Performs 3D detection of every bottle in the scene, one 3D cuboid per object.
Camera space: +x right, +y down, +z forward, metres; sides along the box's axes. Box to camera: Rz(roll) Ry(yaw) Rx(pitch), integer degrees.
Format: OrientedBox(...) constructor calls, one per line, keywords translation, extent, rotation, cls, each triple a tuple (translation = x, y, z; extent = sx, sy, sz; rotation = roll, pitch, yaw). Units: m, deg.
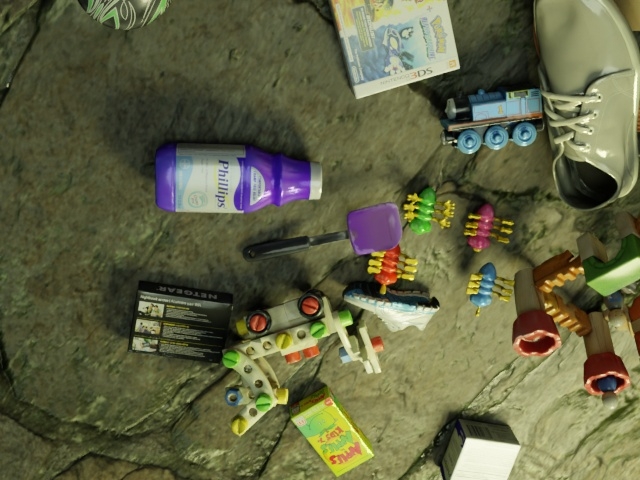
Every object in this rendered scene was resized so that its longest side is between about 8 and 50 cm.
OrientedBox(translation=(-0.141, -0.106, 1.426), extent=(0.283, 0.092, 0.118), rotation=(2, 112, -8), cls="bottle")

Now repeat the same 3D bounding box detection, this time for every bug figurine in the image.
OrientedBox(translation=(0.231, 0.019, 1.541), extent=(0.279, 0.072, 0.216), rotation=(14, 105, -8), cls="bug figurine")

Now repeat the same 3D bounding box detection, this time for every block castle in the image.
OrientedBox(translation=(0.589, 0.110, 1.447), extent=(0.303, 0.212, 0.453), rotation=(30, 133, -30), cls="block castle")

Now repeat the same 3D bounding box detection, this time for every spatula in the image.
OrientedBox(translation=(0.000, 0.000, 1.499), extent=(0.297, 0.030, 0.084), rotation=(-12, 91, 14), cls="spatula")

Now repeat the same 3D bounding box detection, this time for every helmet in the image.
OrientedBox(translation=(-0.290, -0.400, 1.239), extent=(0.170, 0.161, 0.169), rotation=(-3, 114, -6), cls="helmet")

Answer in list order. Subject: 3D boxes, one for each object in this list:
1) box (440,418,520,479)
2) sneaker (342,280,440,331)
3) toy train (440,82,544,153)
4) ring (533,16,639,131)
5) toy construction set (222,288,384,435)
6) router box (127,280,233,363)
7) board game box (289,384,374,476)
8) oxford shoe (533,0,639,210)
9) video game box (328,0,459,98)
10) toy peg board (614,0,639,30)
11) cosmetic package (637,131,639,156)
OrientedBox(translation=(0.334, 0.458, 1.748), extent=(0.126, 0.072, 0.137), rotation=(11, 111, -12), cls="box")
OrientedBox(translation=(0.128, 0.135, 1.583), extent=(0.191, 0.071, 0.082), rotation=(13, 117, -12), cls="sneaker")
OrientedBox(translation=(0.298, -0.214, 1.446), extent=(0.184, 0.080, 0.105), rotation=(-8, 105, -1), cls="toy train")
OrientedBox(translation=(0.500, -0.314, 1.325), extent=(0.032, 0.337, 0.336), rotation=(-48, 116, -26), cls="ring")
OrientedBox(translation=(-0.042, 0.214, 1.549), extent=(0.328, 0.151, 0.214), rotation=(-19, 90, -7), cls="toy construction set")
OrientedBox(translation=(-0.262, 0.155, 1.553), extent=(0.179, 0.046, 0.133), rotation=(10, 112, -12), cls="router box")
OrientedBox(translation=(0.024, 0.391, 1.694), extent=(0.092, 0.043, 0.181), rotation=(-32, 114, 7), cls="board game box")
OrientedBox(translation=(0.436, -0.223, 1.372), extent=(0.130, 0.169, 0.449), rotation=(-44, 131, -25), cls="oxford shoe")
OrientedBox(translation=(0.120, -0.358, 1.374), extent=(0.187, 0.048, 0.205), rotation=(-18, 115, -2), cls="video game box")
OrientedBox(translation=(0.498, -0.428, 1.336), extent=(0.079, 0.161, 0.161), rotation=(-41, 112, -7), cls="toy peg board")
OrientedBox(translation=(0.774, -0.157, 1.464), extent=(0.366, 0.197, 0.155), rotation=(11, 111, -13), cls="cosmetic package")
